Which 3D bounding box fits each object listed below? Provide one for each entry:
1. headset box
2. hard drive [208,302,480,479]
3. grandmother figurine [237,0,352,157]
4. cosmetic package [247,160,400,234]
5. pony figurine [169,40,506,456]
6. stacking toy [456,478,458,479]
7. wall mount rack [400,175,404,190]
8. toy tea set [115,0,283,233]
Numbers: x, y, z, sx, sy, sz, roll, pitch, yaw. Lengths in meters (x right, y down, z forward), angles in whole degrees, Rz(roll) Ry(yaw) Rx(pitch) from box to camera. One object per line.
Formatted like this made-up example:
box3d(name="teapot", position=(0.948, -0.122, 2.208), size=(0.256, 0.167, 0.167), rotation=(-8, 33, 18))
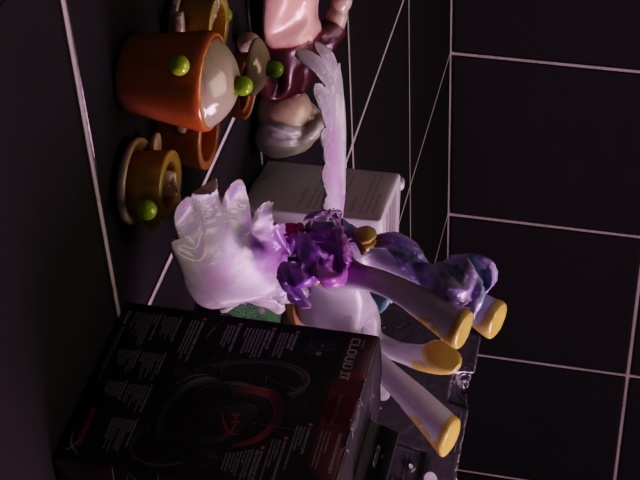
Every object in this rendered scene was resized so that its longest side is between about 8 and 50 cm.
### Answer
box3d(name="headset box", position=(-0.075, 0.185, 1.503), size=(0.218, 0.293, 0.110), rotation=(-71, 164, -47))
box3d(name="hard drive", position=(0.016, 0.173, 1.886), size=(0.064, 0.339, 0.237), rotation=(-38, -144, 59))
box3d(name="grandmother figurine", position=(-0.036, -0.255, 1.925), size=(0.207, 0.104, 0.342), rotation=(-23, 132, -35))
box3d(name="cosmetic package", position=(0.000, 0.000, 2.024), size=(0.151, 0.183, 0.151), rotation=(-63, 156, -61))
box3d(name="pony figurine", position=(0.008, 0.024, 1.641), size=(0.303, 0.363, 0.351), rotation=(-47, 153, -33))
box3d(name="stacking toy", position=(-0.032, 0.483, 2.103), size=(0.480, 0.350, 0.351), rotation=(-42, 142, -44))
box3d(name="wall mount rack", position=(0.058, 0.037, 2.465), size=(0.304, 0.130, 0.350), rotation=(-57, 151, -65))
box3d(name="toy tea set", position=(-0.102, -0.150, 1.584), size=(0.336, 0.124, 0.200), rotation=(-64, 158, -58))
